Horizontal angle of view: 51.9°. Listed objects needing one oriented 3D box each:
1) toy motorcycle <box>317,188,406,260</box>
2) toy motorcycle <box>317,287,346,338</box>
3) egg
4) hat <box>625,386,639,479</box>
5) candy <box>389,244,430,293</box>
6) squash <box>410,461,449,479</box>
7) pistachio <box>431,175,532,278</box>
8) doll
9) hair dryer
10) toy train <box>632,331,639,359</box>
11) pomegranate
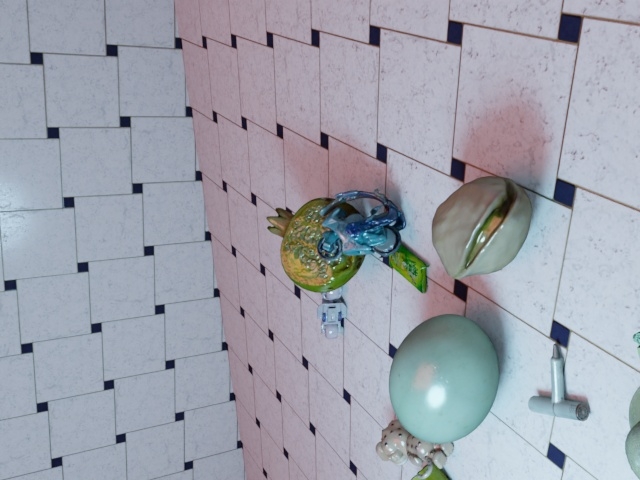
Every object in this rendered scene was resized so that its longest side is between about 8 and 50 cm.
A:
[{"bbox_3d":[0.113,-0.045,1.923,0.260,0.154,0.206,-5,78,20],"label":"toy motorcycle"},{"bbox_3d":[0.038,0.244,2.392,0.112,0.112,0.254,41,139,47],"label":"toy motorcycle"},{"bbox_3d":[0.317,0.361,1.705,0.276,0.276,0.389,50,142,40],"label":"egg"},{"bbox_3d":[0.659,0.402,1.243,0.257,0.130,0.257,38,136,49],"label":"hat"},{"bbox_3d":[0.255,0.073,1.941,0.178,0.032,0.102,43,139,46],"label":"candy"},{"bbox_3d":[0.364,0.788,2.022,0.186,0.123,0.123,47,142,37],"label":"squash"},{"bbox_3d":[0.363,-0.032,1.482,0.208,0.226,0.332,31,152,3],"label":"pistachio"},{"bbox_3d":[0.289,0.647,2.059,0.119,0.154,0.278,53,157,-21],"label":"doll"},{"bbox_3d":[0.540,0.321,1.534,0.155,0.044,0.183,-14,86,62],"label":"hair dryer"},{"bbox_3d":[0.652,0.205,1.243,0.122,0.050,0.081,-2,106,62],"label":"toy train"},{"bbox_3d":[0.000,0.000,2.144,0.359,0.216,0.309,29,105,32],"label":"pomegranate"}]
